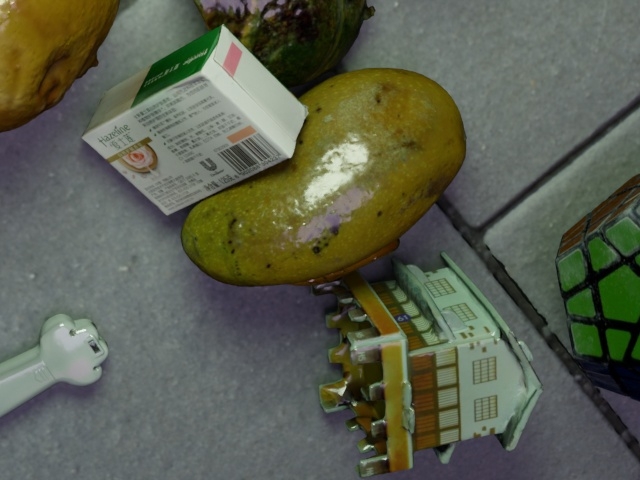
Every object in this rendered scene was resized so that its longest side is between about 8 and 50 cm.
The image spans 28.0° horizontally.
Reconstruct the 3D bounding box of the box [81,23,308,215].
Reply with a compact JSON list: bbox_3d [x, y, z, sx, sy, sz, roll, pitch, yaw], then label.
[{"bbox_3d":[-0.131,-0.121,1.335,0.199,0.081,0.135,-22,126,37],"label":"box"}]

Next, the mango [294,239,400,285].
[{"bbox_3d":[0.000,0.000,1.487,0.188,0.066,0.101,-7,87,-15],"label":"mango"}]

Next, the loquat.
[{"bbox_3d":[-0.330,-0.240,1.184,0.284,0.276,0.276,34,100,-8],"label":"loquat"}]

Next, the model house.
[{"bbox_3d":[0.116,0.139,1.500,0.215,0.224,0.198,-12,115,-12],"label":"model house"}]

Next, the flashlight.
[{"bbox_3d":[-0.338,0.154,1.463,0.200,0.047,0.093,-29,117,-1],"label":"flashlight"}]

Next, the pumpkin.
[{"bbox_3d":[-0.048,-0.269,1.313,0.163,0.111,0.278,-21,119,11],"label":"pumpkin"}]

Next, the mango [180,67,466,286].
[{"bbox_3d":[0.009,-0.064,1.389,0.329,0.177,0.175,-38,125,-21],"label":"mango"}]

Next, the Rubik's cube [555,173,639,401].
[{"bbox_3d":[0.432,0.059,1.543,0.319,0.319,0.264,29,75,-26],"label":"Rubik's cube"}]
